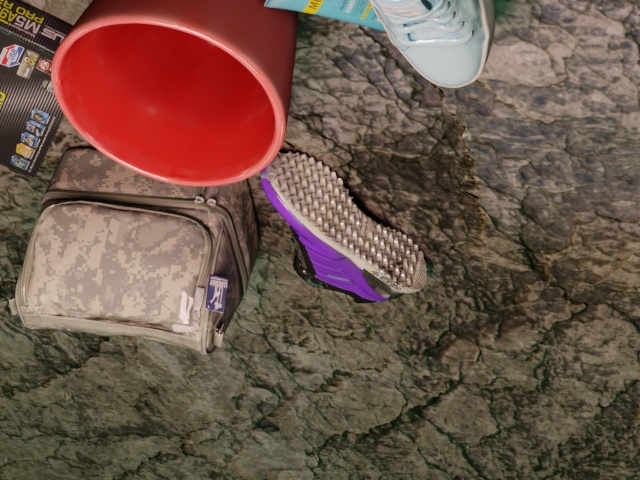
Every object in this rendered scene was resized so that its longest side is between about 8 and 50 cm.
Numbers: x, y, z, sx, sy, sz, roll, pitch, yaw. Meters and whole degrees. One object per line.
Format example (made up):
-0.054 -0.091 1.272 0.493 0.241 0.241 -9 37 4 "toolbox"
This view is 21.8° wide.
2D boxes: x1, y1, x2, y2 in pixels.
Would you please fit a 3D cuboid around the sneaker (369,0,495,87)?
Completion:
0.087 -0.274 1.754 0.135 0.150 0.366 -3 138 25 "sneaker"

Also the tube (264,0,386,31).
0.028 -0.283 1.900 0.207 0.080 0.052 10 -169 -40 "tube"

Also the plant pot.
-0.146 -0.240 1.935 0.275 0.243 0.275 11 142 8 "plant pot"

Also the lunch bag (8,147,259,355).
-0.249 0.030 2.291 0.305 0.256 0.212 7 141 12 "lunch bag"

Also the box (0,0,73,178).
-0.439 -0.218 2.220 0.216 0.060 0.270 25 141 -11 "box"

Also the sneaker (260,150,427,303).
0.000 0.001 2.286 0.146 0.102 0.293 -24 126 41 "sneaker"
